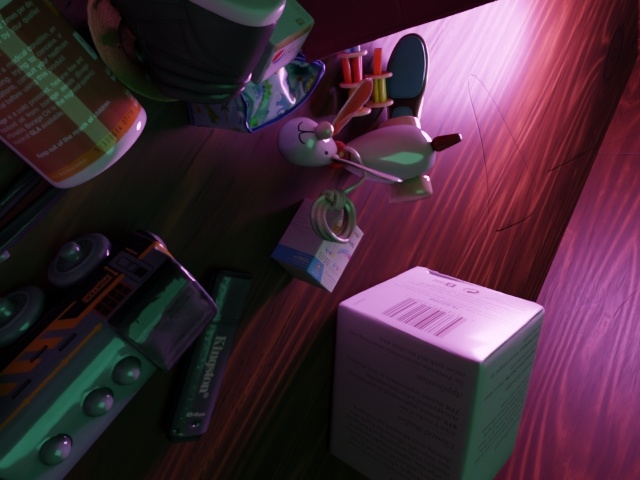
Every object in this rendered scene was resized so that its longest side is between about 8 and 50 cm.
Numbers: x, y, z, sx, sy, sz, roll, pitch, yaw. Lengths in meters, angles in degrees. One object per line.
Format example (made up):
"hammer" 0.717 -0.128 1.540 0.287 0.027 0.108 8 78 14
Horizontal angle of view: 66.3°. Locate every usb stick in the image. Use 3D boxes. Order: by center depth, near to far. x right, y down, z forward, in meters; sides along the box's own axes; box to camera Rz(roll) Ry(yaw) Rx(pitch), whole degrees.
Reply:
"usb stick" -0.173 0.175 0.760 0.077 0.045 0.278 15 92 -52

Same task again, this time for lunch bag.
"lunch bag" -0.088 -0.210 0.646 0.151 0.129 0.096 -35 129 -36

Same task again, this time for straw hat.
"straw hat" -0.204 -0.217 0.556 0.144 0.061 0.144 12 72 -42

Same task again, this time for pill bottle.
"pill bottle" -0.273 -0.160 0.440 0.121 0.121 0.216 -54 132 -21

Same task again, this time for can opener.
"can opener" -0.322 -0.019 0.500 0.186 0.073 0.059 -54 131 -35

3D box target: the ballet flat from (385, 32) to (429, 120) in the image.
"ballet flat" 0.169 -0.278 0.980 0.086 0.086 0.248 -14 116 -47

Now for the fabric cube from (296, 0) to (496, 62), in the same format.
"fabric cube" 0.058 -0.414 0.573 0.254 0.259 0.258 -90 161 -45

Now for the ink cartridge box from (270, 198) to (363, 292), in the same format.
"ink cartridge box" 0.000 0.000 0.863 0.143 0.090 0.092 -60 140 -14

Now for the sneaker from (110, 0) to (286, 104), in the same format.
"sneaker" -0.183 -0.235 0.473 0.104 0.296 0.147 -60 180 -38

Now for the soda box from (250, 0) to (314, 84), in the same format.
"soda box" -0.113 -0.281 0.536 0.216 0.069 0.074 46 58 -3

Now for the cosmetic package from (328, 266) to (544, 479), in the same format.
"cosmetic package" 0.247 0.317 1.092 0.327 0.329 0.393 -18 118 -46

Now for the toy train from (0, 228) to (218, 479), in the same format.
"toy train" -0.265 0.124 0.513 0.334 0.190 0.142 -50 136 -25

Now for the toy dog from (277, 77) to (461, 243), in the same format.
"toy dog" 0.106 -0.149 0.803 0.334 0.161 0.220 -30 96 -46

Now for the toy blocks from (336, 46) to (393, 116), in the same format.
"toy blocks" 0.080 -0.307 0.868 0.123 0.054 0.148 -31 126 -38
